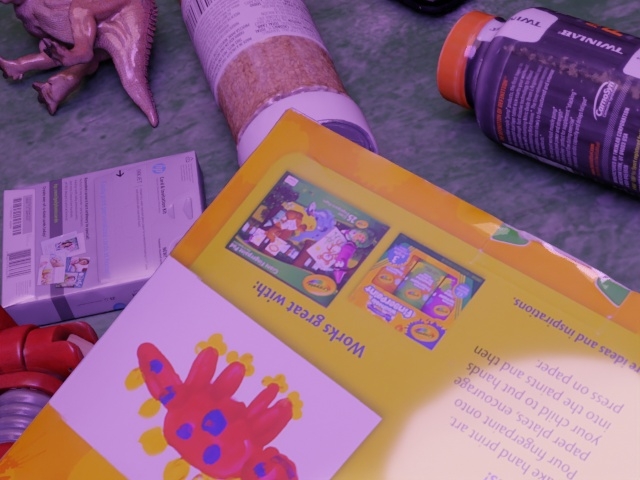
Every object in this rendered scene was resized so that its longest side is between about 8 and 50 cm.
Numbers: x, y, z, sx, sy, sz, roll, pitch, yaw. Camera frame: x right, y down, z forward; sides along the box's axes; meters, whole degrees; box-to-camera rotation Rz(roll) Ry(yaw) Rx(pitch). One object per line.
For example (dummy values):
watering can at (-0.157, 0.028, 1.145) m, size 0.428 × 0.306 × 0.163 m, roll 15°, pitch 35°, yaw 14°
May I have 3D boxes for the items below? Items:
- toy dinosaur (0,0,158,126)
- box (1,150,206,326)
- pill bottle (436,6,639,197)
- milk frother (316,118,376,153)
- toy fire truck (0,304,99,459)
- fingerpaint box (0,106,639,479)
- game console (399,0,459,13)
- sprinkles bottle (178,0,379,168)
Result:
toy dinosaur at (-0.235, -0.245, 1.503) m, size 0.296 × 0.127 × 0.200 m, roll 36°, pitch 59°, yaw 28°
box at (-0.195, -0.002, 1.341) m, size 0.186 × 0.038 × 0.145 m, roll -13°, pitch 50°, yaw 3°
pill bottle at (0.225, -0.127, 1.290) m, size 0.246 × 0.130 × 0.130 m, roll 24°, pitch 59°, yaw 28°
milk frother at (0.000, 0.000, 1.232) m, size 0.129 × 0.134 × 0.143 m, roll -18°, pitch 50°, yaw -1°
toy fire truck at (-0.217, 0.157, 1.163) m, size 0.246 × 0.158 × 0.217 m, roll -11°, pitch 48°, yaw 17°
fingerpaint box at (0.055, 0.182, 0.871) m, size 0.445 × 0.163 × 0.371 m, roll 29°, pitch 74°, yaw 31°
game console at (0.036, -0.344, 1.570) m, size 0.213 × 0.044 × 0.361 m, roll -41°, pitch 55°, yaw -20°
sprinkles bottle at (-0.055, -0.178, 1.400) m, size 0.121 × 0.121 × 0.355 m, roll -20°, pitch 50°, yaw -4°
